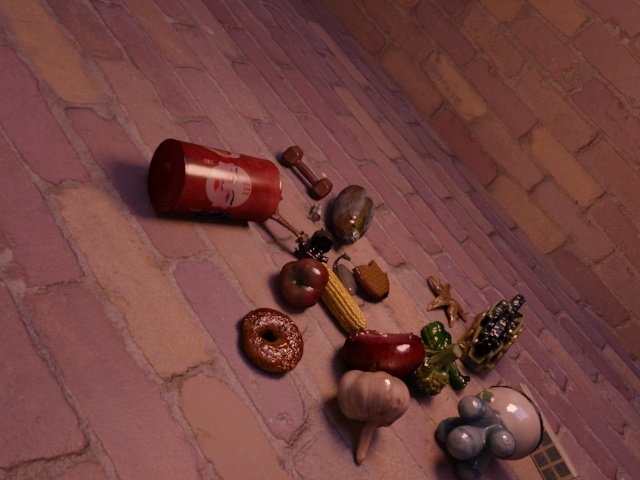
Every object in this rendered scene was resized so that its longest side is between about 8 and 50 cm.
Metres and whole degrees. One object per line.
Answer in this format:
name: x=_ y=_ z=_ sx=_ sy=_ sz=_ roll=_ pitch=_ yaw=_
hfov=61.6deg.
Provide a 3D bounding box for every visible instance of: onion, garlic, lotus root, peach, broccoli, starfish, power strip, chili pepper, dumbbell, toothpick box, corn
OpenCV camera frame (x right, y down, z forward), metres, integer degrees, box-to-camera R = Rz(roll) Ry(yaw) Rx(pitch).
onion: x=0.184 y=0.327 z=1.536 sx=0.248 sy=0.248 sz=0.161 roll=-18 pitch=92 yaw=-55
garlic: x=0.124 y=0.454 z=1.383 sx=0.199 sy=0.199 sz=0.226 roll=28 pitch=62 yaw=-24
lotus root: x=0.109 y=-0.081 z=1.988 sx=0.158 sy=0.140 sz=0.322 roll=57 pitch=32 yaw=-27
peach: x=-0.040 y=0.124 z=1.587 sx=0.152 sy=0.152 sz=0.152 roll=29 pitch=35 yaw=-23
broccoli: x=0.351 y=0.378 z=1.676 sx=0.219 sy=0.194 sz=0.194 roll=2 pitch=51 yaw=-54
starfish: x=0.502 y=0.244 z=2.139 sx=0.236 sy=0.062 sz=0.277 roll=54 pitch=29 yaw=5
power strip: x=0.748 y=0.667 z=1.868 sx=0.043 sy=0.106 sz=0.367 roll=13 pitch=43 yaw=-45
chili pepper: x=0.435 y=0.394 z=1.858 sx=0.099 sy=0.083 sz=0.253 roll=12 pitch=47 yaw=-53
dumbbell: x=-0.053 y=-0.259 z=2.049 sx=0.231 sy=0.092 sz=0.082 roll=48 pitch=3 yaw=6
toothpick box: x=-0.300 y=-0.165 z=1.558 sx=0.333 sy=0.204 sz=0.204 roll=4 pitch=50 yaw=-44
corn: x=0.053 y=0.182 z=1.669 sx=0.248 sy=0.081 sz=0.081 roll=54 pitch=33 yaw=13

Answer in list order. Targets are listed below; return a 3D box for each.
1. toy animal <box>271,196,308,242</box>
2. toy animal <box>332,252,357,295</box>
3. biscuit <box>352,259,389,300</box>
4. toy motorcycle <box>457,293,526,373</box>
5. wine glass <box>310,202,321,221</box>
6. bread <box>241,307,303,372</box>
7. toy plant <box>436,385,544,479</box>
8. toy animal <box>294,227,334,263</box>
toy animal: x=-0.146 y=-0.091 z=1.736 sx=0.149 sy=0.054 sz=0.275 roll=14 pitch=27 yaw=-45
toy animal: x=0.075 y=0.109 z=1.805 sx=0.253 sy=0.070 sz=0.079 roll=-98 pitch=168 yaw=-60
biscuit: x=0.175 y=0.128 z=1.872 sx=0.228 sy=0.031 sz=0.176 roll=37 pitch=32 yaw=-39
toy motorcycle: x=0.648 y=0.340 z=2.015 sx=0.168 sy=0.237 sz=0.410 roll=38 pitch=32 yaw=19
wine glass: x=-0.016 y=-0.106 z=1.957 sx=0.042 sy=0.039 sz=0.083 roll=26 pitch=33 yaw=-12
bread: x=-0.124 y=0.258 z=1.406 sx=0.193 sy=0.064 sz=0.193 roll=25 pitch=38 yaw=-22
toy plant: x=0.478 y=0.570 z=1.579 sx=0.332 sy=0.247 sz=0.247 roll=-2 pitch=54 yaw=-44
toy animal: x=0.002 y=-0.004 z=1.794 sx=0.121 sy=0.117 sz=0.210 roll=34 pitch=35 yaw=-5
